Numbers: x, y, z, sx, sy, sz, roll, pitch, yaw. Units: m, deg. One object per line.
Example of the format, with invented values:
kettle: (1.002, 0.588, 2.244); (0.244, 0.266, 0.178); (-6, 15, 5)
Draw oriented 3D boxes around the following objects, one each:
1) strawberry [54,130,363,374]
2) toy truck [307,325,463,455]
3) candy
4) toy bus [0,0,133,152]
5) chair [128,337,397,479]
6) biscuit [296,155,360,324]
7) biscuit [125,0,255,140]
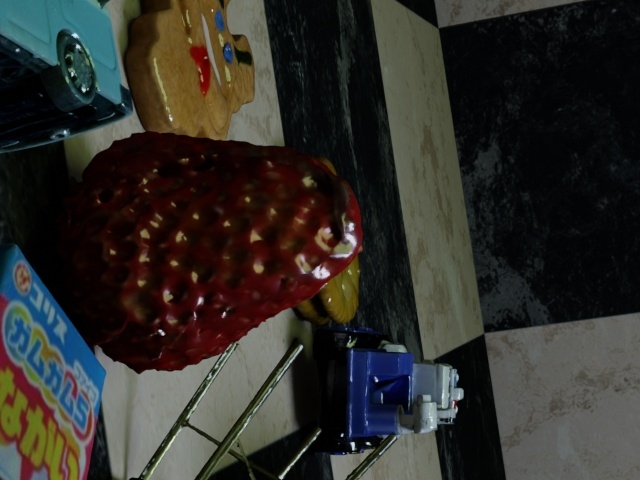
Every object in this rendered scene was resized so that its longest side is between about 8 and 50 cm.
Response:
strawberry: (-0.087, 0.000, 1.189); (0.205, 0.244, 0.205); (-10, 90, -73)
toy truck: (0.083, 0.187, 1.797); (0.213, 0.176, 0.161); (12, 79, -73)
candy: (-0.220, 0.168, 0.887); (0.157, 0.100, 0.306); (64, 22, -46)
toy bus: (-0.239, -0.163, 0.943); (0.271, 0.133, 0.165); (31, 48, -68)
chair: (-0.096, 0.243, 1.213); (0.160, 0.170, 0.326); (46, 66, -21)
biscuit: (0.000, 0.000, 1.843); (0.220, 0.066, 0.221); (-8, 90, -76)
biscuit: (-0.127, -0.202, 1.531); (0.334, 0.047, 0.202); (-61, 140, -65)
